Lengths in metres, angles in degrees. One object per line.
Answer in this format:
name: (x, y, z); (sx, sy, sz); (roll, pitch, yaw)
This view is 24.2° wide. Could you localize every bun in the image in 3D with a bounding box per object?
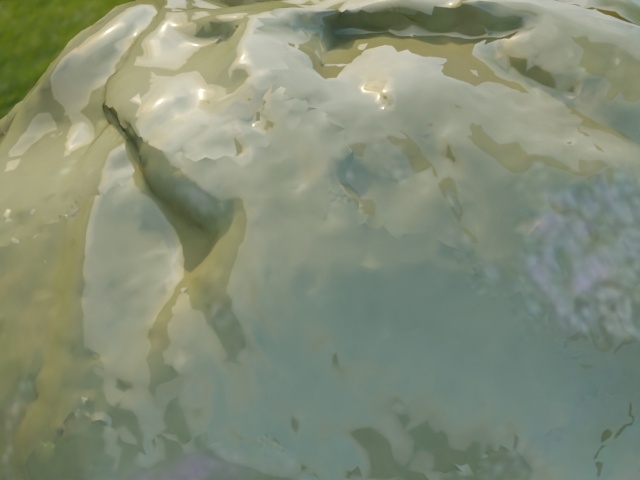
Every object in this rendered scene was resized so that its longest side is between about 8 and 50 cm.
bun: (0.000, 0.000, 0.561); (0.219, 0.365, 0.365); (67, 18, -10)
